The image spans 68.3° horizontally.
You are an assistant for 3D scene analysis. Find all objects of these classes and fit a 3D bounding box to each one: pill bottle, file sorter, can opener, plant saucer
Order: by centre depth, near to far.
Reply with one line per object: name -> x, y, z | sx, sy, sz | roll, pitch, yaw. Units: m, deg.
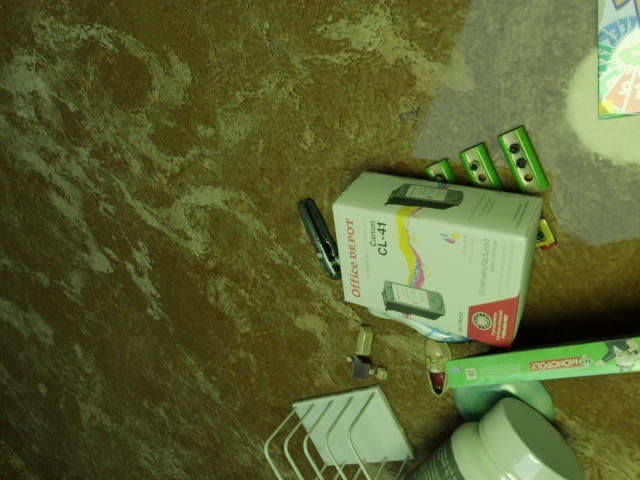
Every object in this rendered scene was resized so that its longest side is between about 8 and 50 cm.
pill bottle -> 0.277, 0.470, 0.861 | 0.204, 0.204, 0.361 | 39, 111, 12
plant saucer -> 0.353, 0.332, 0.934 | 0.195, 0.037, 0.195 | 13, 117, 26
can opener -> 0.000, 0.000, 0.995 | 0.073, 0.059, 0.186 | -21, 98, 36
file sorter -> 0.040, 0.490, 1.109 | 0.277, 0.173, 0.193 | -25, 96, 36

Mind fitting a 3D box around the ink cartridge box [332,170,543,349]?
ink cartridge box -> 0.190, 0.026, 0.799 | 0.306, 0.131, 0.226 | 12, 128, 28

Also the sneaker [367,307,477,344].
sneaker -> 0.202, 0.134, 0.916 | 0.237, 0.085, 0.086 | 16, 110, 22

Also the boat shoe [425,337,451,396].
boat shoe -> 0.240, 0.256, 0.965 | 0.050, 0.045, 0.135 | -6, 107, 33

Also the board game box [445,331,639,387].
board game box -> 0.389, 0.184, 0.743 | 0.317, 0.213, 0.046 | -19, 73, 36

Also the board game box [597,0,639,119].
board game box -> 0.435, -0.299, 0.620 | 0.124, 0.039, 0.259 | 0, 107, 31

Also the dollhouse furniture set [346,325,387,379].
dollhouse furniture set -> 0.104, 0.245, 1.068 | 0.081, 0.091, 0.114 | -161, 80, -70

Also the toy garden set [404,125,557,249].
toy garden set -> 0.266, -0.051, 0.817 | 0.244, 0.049, 0.204 | -22, 97, 36
